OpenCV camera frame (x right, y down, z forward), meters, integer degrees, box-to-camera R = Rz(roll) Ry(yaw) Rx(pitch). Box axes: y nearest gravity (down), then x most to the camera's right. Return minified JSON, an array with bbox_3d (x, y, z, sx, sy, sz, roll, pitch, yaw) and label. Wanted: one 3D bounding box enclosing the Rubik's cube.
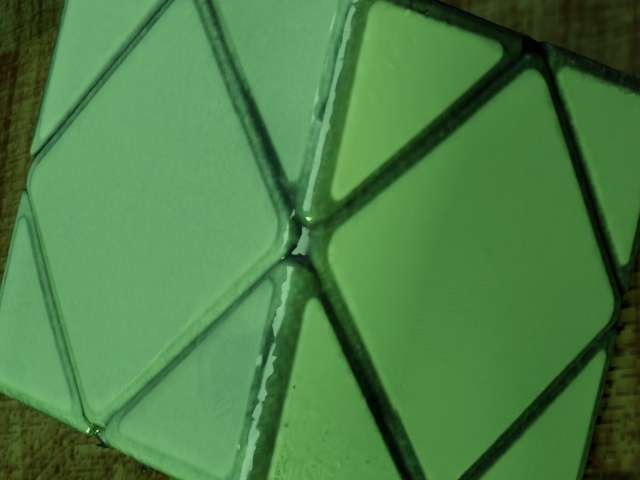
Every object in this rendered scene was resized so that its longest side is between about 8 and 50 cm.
[{"bbox_3d":[0.000,0.000,0.649,0.205,0.205,0.207,15,91,48],"label":"Rubik's cube"}]
